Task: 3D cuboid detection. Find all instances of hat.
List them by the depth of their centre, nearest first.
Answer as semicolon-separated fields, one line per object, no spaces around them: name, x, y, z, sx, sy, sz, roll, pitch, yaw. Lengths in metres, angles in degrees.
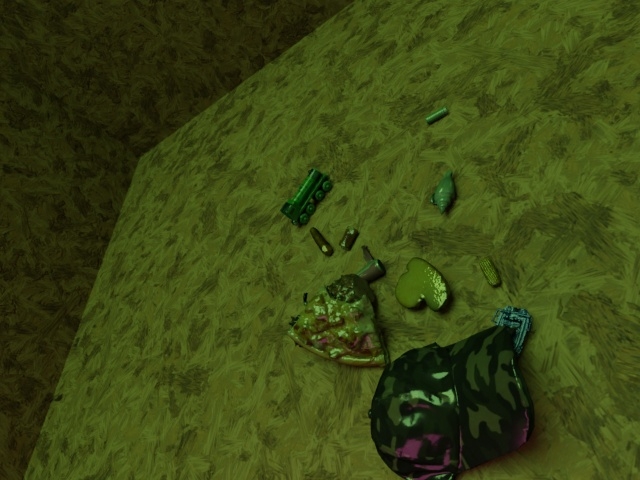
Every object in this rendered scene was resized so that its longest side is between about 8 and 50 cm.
hat;0.262;0.341;0.980;0.258;0.381;0.365;4;49;-6

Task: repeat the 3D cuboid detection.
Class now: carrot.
carrot;0.000;0.000;1.662;0.042;0.042;0.170;-43;37;7

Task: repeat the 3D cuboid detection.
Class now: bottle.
bottle;0.431;-0.465;1.639;0.083;0.030;0.030;-26;45;24

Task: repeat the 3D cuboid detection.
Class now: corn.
corn;0.454;0.083;1.183;0.037;0.037;0.092;-29;46;23

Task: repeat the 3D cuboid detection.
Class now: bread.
bread;0.297;0.145;1.264;0.149;0.065;0.187;-54;42;11
bread;0.100;-0.008;1.578;0.047;0.036;0.083;20;73;32

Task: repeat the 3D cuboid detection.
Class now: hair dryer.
hair dryer;0.155;0.072;1.466;0.106;0.054;0.154;-33;32;25

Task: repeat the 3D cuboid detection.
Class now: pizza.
pizza;0.048;0.250;1.263;0.324;0.089;0.222;12;107;21

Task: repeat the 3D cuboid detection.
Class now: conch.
conch;0.395;-0.146;1.408;0.065;0.088;0.180;18;58;3

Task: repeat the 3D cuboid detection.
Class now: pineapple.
pineapple;0.017;0.222;1.398;0.310;0.141;0.170;-38;69;24

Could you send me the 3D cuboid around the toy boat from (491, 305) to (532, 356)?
toy boat;0.430;0.226;1.034;0.091;0.110;0.174;9;68;43

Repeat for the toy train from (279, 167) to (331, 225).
toy train;-0.057;-0.180;1.794;0.085;0.119;0.251;23;77;50
